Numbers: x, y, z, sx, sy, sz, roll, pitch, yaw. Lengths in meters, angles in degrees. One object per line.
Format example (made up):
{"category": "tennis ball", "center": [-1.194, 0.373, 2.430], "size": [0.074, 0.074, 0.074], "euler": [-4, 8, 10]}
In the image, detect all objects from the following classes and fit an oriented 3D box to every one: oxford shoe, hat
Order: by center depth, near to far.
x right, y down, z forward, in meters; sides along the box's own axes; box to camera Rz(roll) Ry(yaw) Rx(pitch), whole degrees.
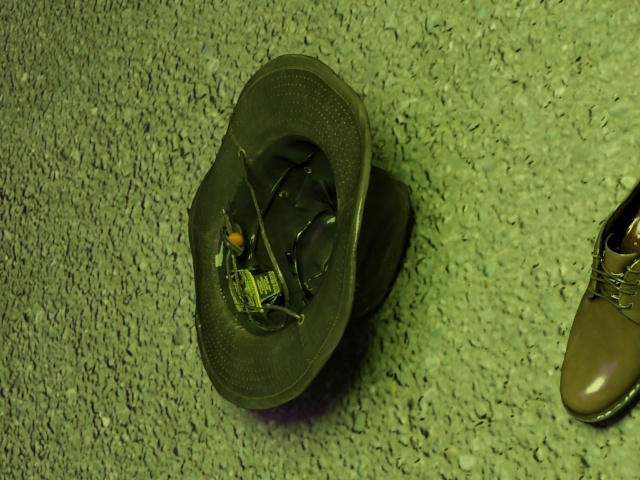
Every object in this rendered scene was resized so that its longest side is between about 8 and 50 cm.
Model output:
{"category": "oxford shoe", "center": [0.235, 0.036, 1.030], "size": [0.083, 0.096, 0.227], "euler": [25, 97, 40]}
{"category": "hat", "center": [0.000, 0.000, 1.218], "size": [0.331, 0.134, 0.331], "euler": [-17, 70, 57]}
